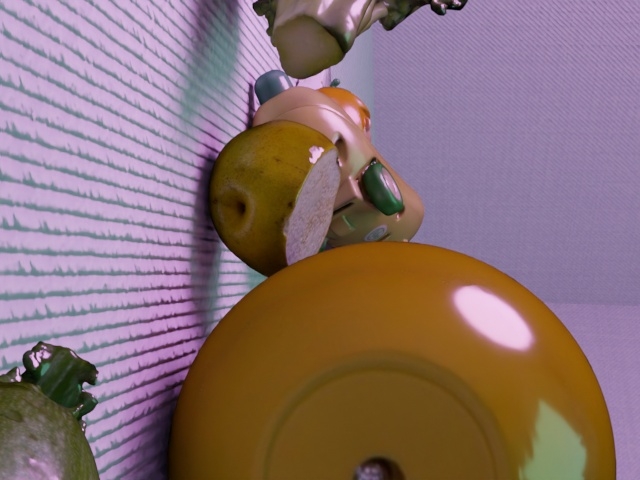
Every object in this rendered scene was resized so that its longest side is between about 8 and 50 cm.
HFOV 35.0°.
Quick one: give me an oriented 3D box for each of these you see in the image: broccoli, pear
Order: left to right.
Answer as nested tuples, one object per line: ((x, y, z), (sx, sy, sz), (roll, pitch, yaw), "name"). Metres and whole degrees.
((-0.048, -0.040, 0.902), (0.141, 0.104, 0.141), (-51, 152, -40), "pear")
((0.022, -0.245, 0.869), (0.263, 0.247, 0.243), (120, -14, -53), "broccoli")

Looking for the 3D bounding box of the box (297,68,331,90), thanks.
((-0.009, -0.206, 1.460), (0.154, 0.040, 0.084), (-82, 172, -54), "box")

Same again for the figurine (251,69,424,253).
((0.022, -0.085, 1.181), (0.324, 0.124, 0.222), (27, 36, -62), "figurine")

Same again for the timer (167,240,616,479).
((0.053, 0.174, 0.821), (0.387, 0.376, 0.376), (60, 32, -79), "timer")

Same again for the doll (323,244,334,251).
((-0.001, -0.002, 1.301), (0.145, 0.103, 0.316), (135, -46, -58), "doll")

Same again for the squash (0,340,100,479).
((-0.127, 0.134, 0.263), (0.379, 0.101, 0.101), (-77, 167, -67), "squash")
